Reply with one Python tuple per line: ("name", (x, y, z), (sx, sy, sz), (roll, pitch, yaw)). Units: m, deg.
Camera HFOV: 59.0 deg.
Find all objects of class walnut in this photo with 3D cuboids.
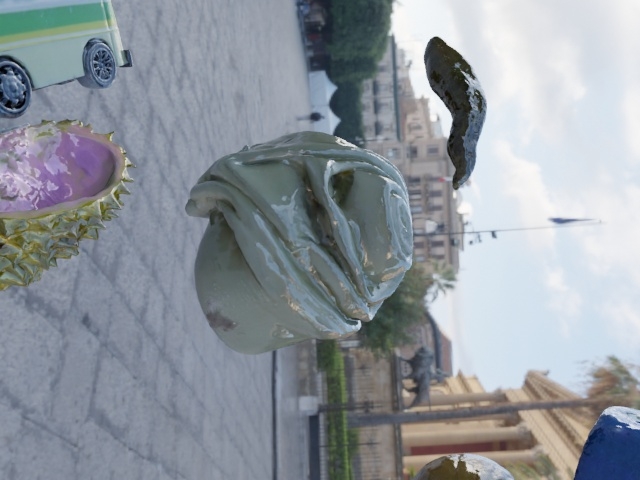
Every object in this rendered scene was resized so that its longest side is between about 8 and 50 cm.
("walnut", (0.179, 0.349, 0.691), (0.207, 0.167, 0.167), (51, 31, -58))

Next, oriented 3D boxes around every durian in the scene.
("durian", (-0.252, -0.030, 0.465), (0.182, 0.165, 0.132), (-62, 129, -78))

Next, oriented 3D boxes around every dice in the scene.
("dice", (0.364, 0.271, 0.614), (0.143, 0.146, 0.146), (12, 92, -49))

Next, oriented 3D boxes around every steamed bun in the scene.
("steamed bun", (-0.002, -0.010, 0.785), (0.219, 0.324, 0.310), (-10, -92, 51))

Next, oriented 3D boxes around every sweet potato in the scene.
("sweet potato", (0.109, -0.112, 0.448), (0.041, 0.038, 0.153), (125, -32, -54))

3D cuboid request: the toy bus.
("toy bus", (-0.355, -0.232, 0.596), (0.305, 0.143, 0.179), (-55, 146, -58))
